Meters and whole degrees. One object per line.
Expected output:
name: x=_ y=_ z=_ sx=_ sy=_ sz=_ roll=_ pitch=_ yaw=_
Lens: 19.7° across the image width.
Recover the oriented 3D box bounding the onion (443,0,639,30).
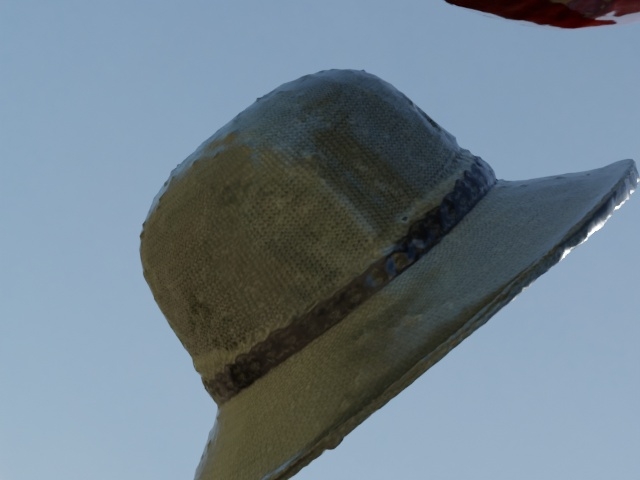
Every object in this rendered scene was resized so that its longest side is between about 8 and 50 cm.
onion: x=0.092 y=-0.186 z=0.601 sx=0.161 sy=0.248 sz=0.248 roll=-83 pitch=150 yaw=-64

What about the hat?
hat: x=0.000 y=0.000 z=0.804 sx=0.130 sy=0.257 sz=0.257 roll=52 pitch=-19 yaw=-1
